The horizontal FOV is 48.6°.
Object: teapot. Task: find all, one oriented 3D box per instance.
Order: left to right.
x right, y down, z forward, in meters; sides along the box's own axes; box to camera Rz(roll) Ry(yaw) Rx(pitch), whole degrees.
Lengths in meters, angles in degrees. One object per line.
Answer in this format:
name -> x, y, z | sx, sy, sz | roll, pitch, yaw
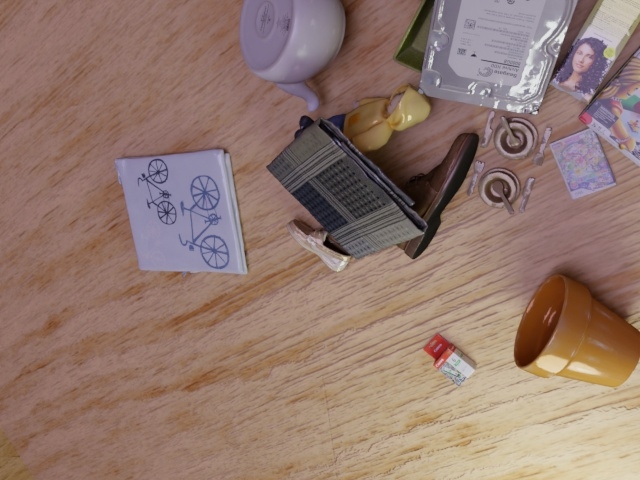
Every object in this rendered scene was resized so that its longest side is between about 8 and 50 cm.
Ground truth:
teapot -> -0.035, -0.438, 1.441 | 0.256, 0.187, 0.252 | -39, 60, 47

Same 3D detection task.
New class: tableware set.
tableware set -> 0.374, -0.151, 1.426 | 0.128, 0.039, 0.194 | 20, 115, 18

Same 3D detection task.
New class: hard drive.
hard drive -> 0.311, -0.384, 1.242 | 0.237, 0.064, 0.339 | 13, 142, 7

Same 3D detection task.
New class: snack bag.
snack bag -> -0.357, -0.064, 1.805 | 0.343, 0.037, 0.323 | -1, 107, 25

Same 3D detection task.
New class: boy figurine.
boy figurine -> 0.086, -0.238, 1.457 | 0.285, 0.177, 0.092 | -13, 131, 33

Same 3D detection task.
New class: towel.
towel -> 0.052, -0.100, 1.478 | 0.312, 0.056, 0.324 | 45, 157, -9

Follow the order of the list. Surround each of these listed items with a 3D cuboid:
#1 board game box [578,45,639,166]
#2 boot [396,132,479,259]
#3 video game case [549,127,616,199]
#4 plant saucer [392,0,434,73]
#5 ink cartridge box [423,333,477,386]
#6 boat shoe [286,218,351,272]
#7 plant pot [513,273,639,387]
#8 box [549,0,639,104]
board game box -> 0.650, -0.203, 1.269 | 0.305, 0.053, 0.193 | 40, 119, 8
boot -> 0.222, -0.108, 1.482 | 0.115, 0.112, 0.305 | 40, 122, 20
video game case -> 0.510, -0.149, 1.379 | 0.087, 0.011, 0.122 | -21, 98, 29
plant saucer -> 0.259, -0.386, 1.345 | 0.188, 0.045, 0.188 | 23, 140, -6
ink cartridge box -> 0.293, 0.273, 1.621 | 0.115, 0.029, 0.063 | 39, 120, 8
boat shoe -> 0.000, 0.000, 1.648 | 0.170, 0.063, 0.059 | 39, 117, -2
plant pot -> 0.517, 0.195, 1.405 | 0.188, 0.205, 0.205 | 23, 117, -1
box -> 0.510, -0.369, 1.274 | 0.087, 0.058, 0.232 | 31, 118, 13
